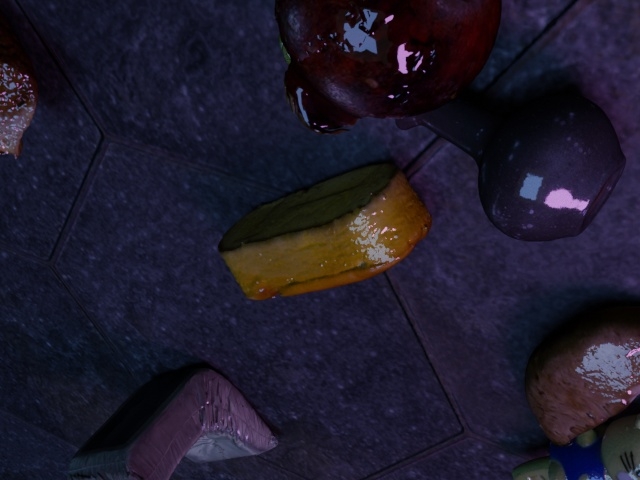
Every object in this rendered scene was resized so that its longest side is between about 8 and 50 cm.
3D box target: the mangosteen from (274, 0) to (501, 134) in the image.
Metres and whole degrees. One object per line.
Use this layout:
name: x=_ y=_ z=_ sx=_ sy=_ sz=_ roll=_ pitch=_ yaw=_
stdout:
mangosteen: x=0.039 y=-0.157 z=0.525 sx=0.166 sy=0.166 sz=0.180 roll=45 pitch=146 yaw=-9

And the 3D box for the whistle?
whistle: x=0.298 y=0.242 z=0.762 sx=0.227 sy=0.085 sz=0.105 roll=-32 pitch=96 yaw=45

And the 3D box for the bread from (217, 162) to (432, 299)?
bread: x=0.000 y=0.000 z=0.732 sx=0.246 sy=0.102 sz=0.094 roll=-16 pitch=114 yaw=39

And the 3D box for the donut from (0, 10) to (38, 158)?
donut: x=-0.415 y=-0.238 z=0.772 sx=0.112 sy=0.151 sz=0.295 roll=-32 pitch=125 yaw=28

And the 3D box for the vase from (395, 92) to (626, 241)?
vase: x=0.144 y=-0.079 z=0.573 sx=0.183 sy=0.120 sz=0.120 roll=35 pitch=139 yaw=23

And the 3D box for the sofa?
sofa: x=-0.225 y=0.322 z=1.063 sx=0.210 sy=0.225 sz=0.176 roll=-23 pitch=108 yaw=40

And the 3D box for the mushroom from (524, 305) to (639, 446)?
mushroom: x=0.258 y=0.132 z=0.703 sx=0.094 sy=0.072 sz=0.209 roll=44 pitch=138 yaw=9
